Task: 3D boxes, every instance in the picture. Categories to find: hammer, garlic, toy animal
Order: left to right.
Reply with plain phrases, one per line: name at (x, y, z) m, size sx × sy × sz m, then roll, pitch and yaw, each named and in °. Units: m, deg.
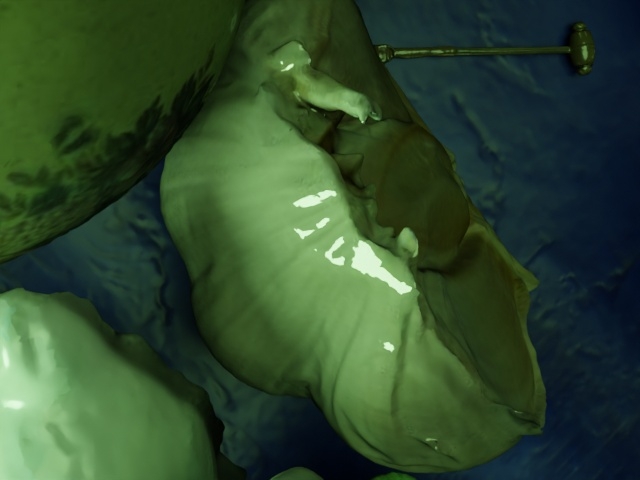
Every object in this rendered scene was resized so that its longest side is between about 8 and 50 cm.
toy animal at (-0.107, 0.179, 0.430) m, size 0.174 × 0.249 × 0.289 m, roll 21°, pitch 71°, yaw -24°
garlic at (0.000, 0.000, 0.502) m, size 0.142 × 0.178 × 0.229 m, roll -22°, pitch 79°, yaw 19°
hammer at (0.086, -0.099, 0.589) m, size 0.123 × 0.014 × 0.029 m, roll -4°, pitch 86°, yaw -13°

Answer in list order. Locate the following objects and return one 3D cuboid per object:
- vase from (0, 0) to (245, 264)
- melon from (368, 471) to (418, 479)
vase at (-0.172, -0.062, 0.359) m, size 0.241 × 0.329 × 0.302 m, roll 44°, pitch 83°, yaw -18°
melon at (0.074, 0.321, 0.522) m, size 0.343 × 0.226 × 0.331 m, roll 39°, pitch 73°, yaw -26°
